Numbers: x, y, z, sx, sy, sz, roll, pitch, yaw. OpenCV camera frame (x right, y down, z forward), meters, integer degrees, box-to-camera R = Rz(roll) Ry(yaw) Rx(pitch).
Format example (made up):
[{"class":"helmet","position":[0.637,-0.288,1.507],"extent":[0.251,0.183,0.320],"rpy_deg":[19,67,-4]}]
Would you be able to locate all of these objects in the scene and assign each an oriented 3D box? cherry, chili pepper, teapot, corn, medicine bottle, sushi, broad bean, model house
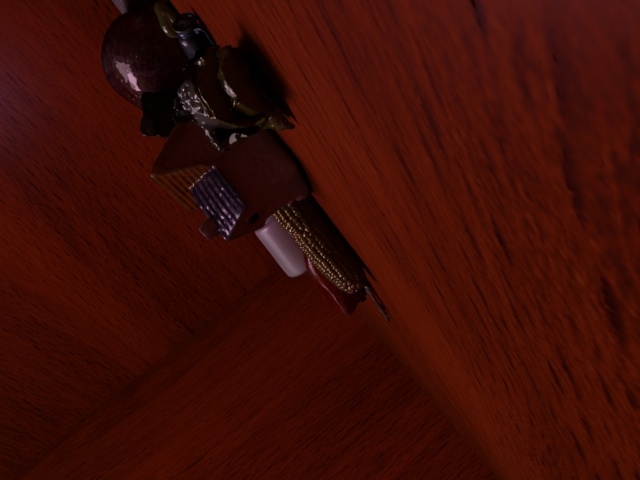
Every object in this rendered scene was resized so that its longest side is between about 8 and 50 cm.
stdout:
[{"class":"cherry","position":[-0.401,-0.421,1.217],"extent":[0.230,0.203,0.300],"rpy_deg":[36,161,7]},{"class":"chili pepper","position":[0.022,0.090,1.359],"extent":[0.253,0.136,0.144],"rpy_deg":[49,-138,-43]},{"class":"teapot","position":[-0.208,-0.331,0.860],"extent":[0.064,0.049,0.083],"rpy_deg":[51,176,27]},{"class":"corn","position":[0.000,0.000,1.160],"extent":[0.292,0.101,0.101],"rpy_deg":[48,176,1]},{"class":"medicine bottle","position":[-0.121,-0.034,1.704],"extent":[0.293,0.170,0.170],"rpy_deg":[52,177,-14]},{"class":"sushi","position":[-0.128,-0.182,0.727],"extent":[0.139,0.131,0.291],"rpy_deg":[55,168,-13]},{"class":"broad bean","position":[-0.308,-0.452,1.040],"extent":[0.083,0.045,0.063],"rpy_deg":[60,-171,13]},{"class":"model house","position":[-0.179,-0.123,1.036],"extent":[0.237,0.237,0.202],"rpy_deg":[51,175,14]}]

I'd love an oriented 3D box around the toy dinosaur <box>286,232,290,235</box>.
[{"class":"toy dinosaur","position":[-0.066,-0.076,1.321],"extent":[0.144,0.076,0.329],"rpy_deg":[6,144,37]}]

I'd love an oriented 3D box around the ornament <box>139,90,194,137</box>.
[{"class":"ornament","position":[-0.286,-0.264,1.249],"extent":[0.260,0.250,0.106],"rpy_deg":[89,-176,-83]}]

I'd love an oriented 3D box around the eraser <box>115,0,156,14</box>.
[{"class":"eraser","position":[-0.480,-0.624,1.198],"extent":[0.213,0.082,0.397],"rpy_deg":[52,177,-11]}]

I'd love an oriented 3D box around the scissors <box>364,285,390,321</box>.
[{"class":"scissors","position":[0.119,0.119,1.339],"extent":[0.300,0.022,0.109],"rpy_deg":[53,180,-32]}]
